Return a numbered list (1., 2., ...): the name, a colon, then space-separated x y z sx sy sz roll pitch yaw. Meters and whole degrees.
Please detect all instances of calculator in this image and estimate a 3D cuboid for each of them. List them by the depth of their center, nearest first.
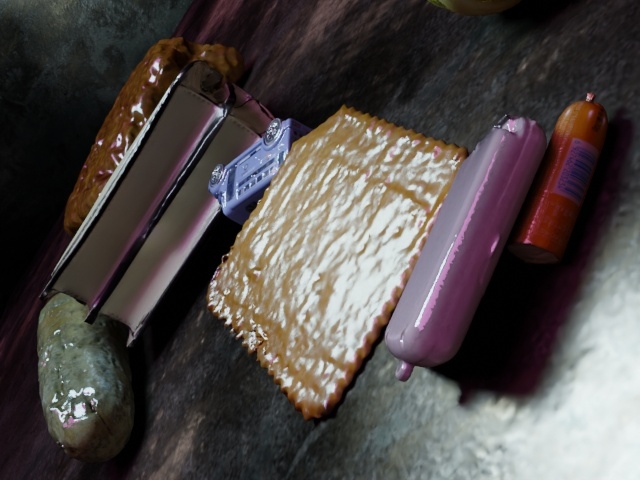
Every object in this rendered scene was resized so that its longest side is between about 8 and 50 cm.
1. calculator: 0.084 0.004 0.401 0.100 0.032 0.175 112 -177 -81

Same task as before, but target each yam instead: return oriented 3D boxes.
1. yam: -0.313 0.178 0.895 0.133 0.133 0.330 -58 29 4

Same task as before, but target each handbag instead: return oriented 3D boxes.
1. handbag: -0.212 -0.060 0.921 0.359 0.160 0.237 -54 20 10

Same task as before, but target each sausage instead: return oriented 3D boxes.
1. sausage: 0.140 -0.038 0.380 0.031 0.031 0.107 1 62 62

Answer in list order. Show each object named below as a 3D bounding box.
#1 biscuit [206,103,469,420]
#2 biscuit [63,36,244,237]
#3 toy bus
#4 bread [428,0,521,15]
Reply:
1. biscuit: 0.000 0.000 0.565 0.237 0.013 0.232 -59 38 3
2. biscuit: -0.328 -0.172 1.246 0.342 0.166 0.395 -19 48 57
3. toy bus: -0.060 -0.065 0.734 0.167 0.073 0.076 -30 49 45
4. bread: 0.159 -0.265 0.503 0.213 0.104 0.213 -48 25 31
